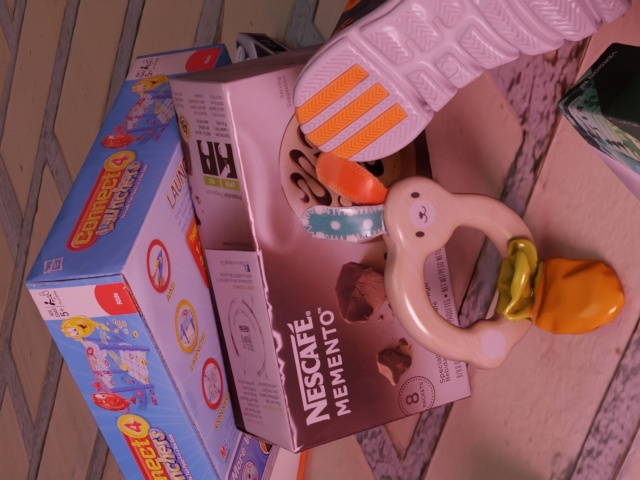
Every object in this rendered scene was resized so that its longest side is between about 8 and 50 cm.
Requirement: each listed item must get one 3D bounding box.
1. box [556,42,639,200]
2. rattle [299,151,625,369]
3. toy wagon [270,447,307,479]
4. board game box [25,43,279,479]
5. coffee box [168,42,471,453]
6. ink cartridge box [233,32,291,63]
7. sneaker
[{"bbox_3d":[0.262,0.011,0.957,0.058,0.232,0.322,-47,17,-5],"label":"box"},{"bbox_3d":[0.094,0.005,1.405,0.130,0.199,0.143,-46,17,-3],"label":"rattle"},{"bbox_3d":[-0.081,0.194,1.979,0.267,0.068,0.344,133,131,-58],"label":"toy wagon"},{"bbox_3d":[-0.108,0.045,1.674,0.308,0.086,0.302,-71,-32,-48],"label":"board game box"},{"bbox_3d":[0.000,0.000,1.576,0.119,0.168,0.297,12,114,63],"label":"coffee box"},{"bbox_3d":[-0.039,-0.077,1.907,0.208,0.045,0.206,-142,56,-60],"label":"ink cartridge box"},{"bbox_3d":[0.114,-0.197,1.403,0.321,0.124,0.180,-30,24,26],"label":"sneaker"}]
